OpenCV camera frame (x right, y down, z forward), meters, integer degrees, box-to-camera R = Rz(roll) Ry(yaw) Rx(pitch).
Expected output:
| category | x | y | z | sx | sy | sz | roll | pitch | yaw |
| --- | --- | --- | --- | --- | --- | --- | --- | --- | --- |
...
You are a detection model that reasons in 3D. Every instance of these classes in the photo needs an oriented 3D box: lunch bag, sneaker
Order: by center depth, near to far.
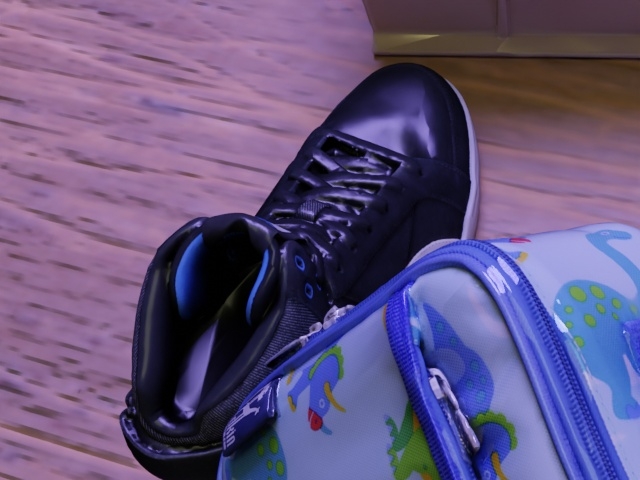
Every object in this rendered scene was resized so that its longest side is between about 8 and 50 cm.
| category | x | y | z | sx | sy | sz | roll | pitch | yaw |
| --- | --- | --- | --- | --- | --- | --- | --- | --- | --- |
| lunch bag | 0.063 | 0.113 | 0.427 | 0.090 | 0.176 | 0.219 | -9 | 71 | -37 |
| sneaker | 0.000 | 0.000 | 0.558 | 0.079 | 0.121 | 0.216 | 16 | 66 | 20 |

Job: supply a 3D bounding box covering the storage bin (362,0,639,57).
| category | x | y | z | sx | sy | sz | roll | pitch | yaw |
| --- | --- | --- | --- | --- | --- | --- | --- | --- | --- |
| storage bin | 0.149 | -0.218 | 0.645 | 0.260 | 0.123 | 0.262 | 2 | 61 | 15 |
